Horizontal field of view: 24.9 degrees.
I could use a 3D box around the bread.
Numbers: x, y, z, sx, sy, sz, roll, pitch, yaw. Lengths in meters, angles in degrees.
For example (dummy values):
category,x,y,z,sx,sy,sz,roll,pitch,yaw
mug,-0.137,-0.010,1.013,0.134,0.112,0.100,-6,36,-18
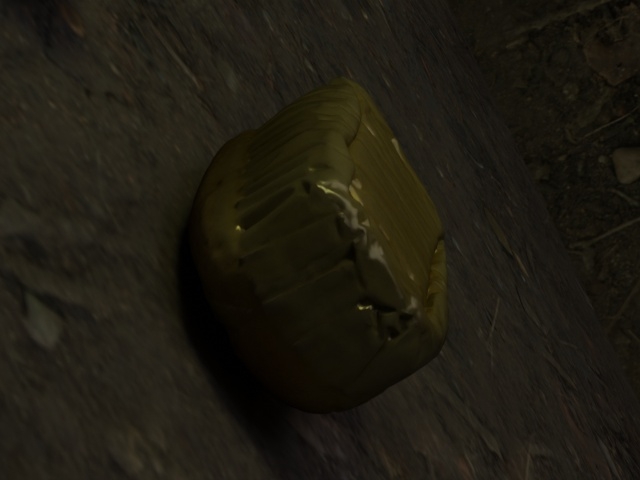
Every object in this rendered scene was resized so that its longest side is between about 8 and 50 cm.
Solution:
category,x,y,z,sx,sy,sz,roll,pitch,yaw
bread,0.000,0.000,0.789,0.140,0.106,0.236,55,15,-14
